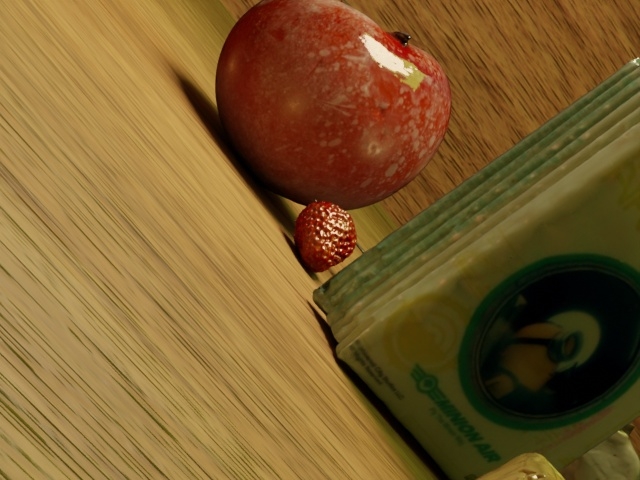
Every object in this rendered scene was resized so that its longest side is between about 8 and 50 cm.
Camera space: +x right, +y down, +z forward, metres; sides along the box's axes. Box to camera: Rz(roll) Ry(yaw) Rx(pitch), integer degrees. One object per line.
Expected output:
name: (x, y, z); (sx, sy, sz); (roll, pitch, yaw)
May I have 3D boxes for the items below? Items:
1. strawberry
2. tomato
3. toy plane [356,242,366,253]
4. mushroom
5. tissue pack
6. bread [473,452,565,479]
strawberry: (0.000, 0.000, 1.801); (0.073, 0.073, 0.083); (52, 38, -12)
tomato: (0.005, -0.151, 1.911); (0.270, 0.227, 0.270); (30, 0, 0)
toy plane: (0.150, 0.139, 1.984); (0.326, 0.104, 0.223); (59, 8, 18)
mushroom: (0.306, 0.296, 1.961); (0.351, 0.097, 0.109); (83, -6, -64)
tissue pack: (0.227, 0.052, 1.629); (0.287, 0.388, 0.162); (50, 8, -34)
bread: (0.205, 0.291, 1.429); (0.236, 0.106, 0.140); (53, 4, -12)
